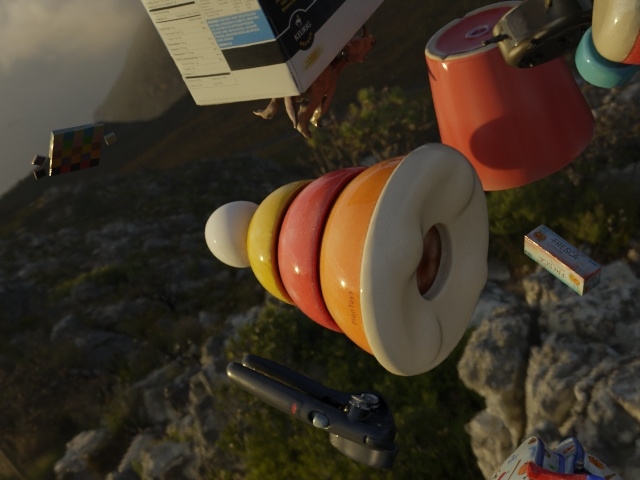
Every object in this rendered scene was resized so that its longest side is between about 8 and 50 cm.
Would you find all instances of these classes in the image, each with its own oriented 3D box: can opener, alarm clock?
[{"bbox_3d":[-0.011,0.154,0.790,0.186,0.073,0.059,22,13,22],"label":"can opener"},{"bbox_3d":[0.303,-0.272,1.081,0.192,0.064,0.129,-16,-12,-46],"label":"alarm clock"}]

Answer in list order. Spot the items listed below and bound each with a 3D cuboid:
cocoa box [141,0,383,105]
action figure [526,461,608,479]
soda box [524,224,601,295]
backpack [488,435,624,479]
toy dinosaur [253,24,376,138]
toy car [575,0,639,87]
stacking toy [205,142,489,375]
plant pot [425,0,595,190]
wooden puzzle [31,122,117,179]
[{"bbox_3d":[-0.076,-0.408,1.330,0.232,0.228,0.347,1,41,37],"label":"cocoa box"},{"bbox_3d":[0.350,0.299,0.827,0.281,0.139,0.091,3,53,30],"label":"action figure"},{"bbox_3d":[0.547,0.043,1.901,0.058,0.063,0.183,-31,49,-17],"label":"soda box"},{"bbox_3d":[0.353,0.436,1.305,0.276,0.213,0.263,-48,-12,27],"label":"backpack"},{"bbox_3d":[-0.016,-0.315,1.573,0.200,0.127,0.295,-60,-4,30],"label":"toy dinosaur"},{"bbox_3d":[0.410,-0.273,0.858,0.238,0.219,0.210,8,74,5],"label":"toy car"},{"bbox_3d":[0.000,0.000,1.359,0.480,0.350,0.350,11,42,34],"label":"stacking toy"},{"bbox_3d":[0.314,-0.263,1.463,0.275,0.243,0.275,-21,29,13],"label":"plant pot"},{"bbox_3d":[-0.227,-0.085,0.776,0.083,0.049,0.006,-19,53,-37],"label":"wooden puzzle"}]
